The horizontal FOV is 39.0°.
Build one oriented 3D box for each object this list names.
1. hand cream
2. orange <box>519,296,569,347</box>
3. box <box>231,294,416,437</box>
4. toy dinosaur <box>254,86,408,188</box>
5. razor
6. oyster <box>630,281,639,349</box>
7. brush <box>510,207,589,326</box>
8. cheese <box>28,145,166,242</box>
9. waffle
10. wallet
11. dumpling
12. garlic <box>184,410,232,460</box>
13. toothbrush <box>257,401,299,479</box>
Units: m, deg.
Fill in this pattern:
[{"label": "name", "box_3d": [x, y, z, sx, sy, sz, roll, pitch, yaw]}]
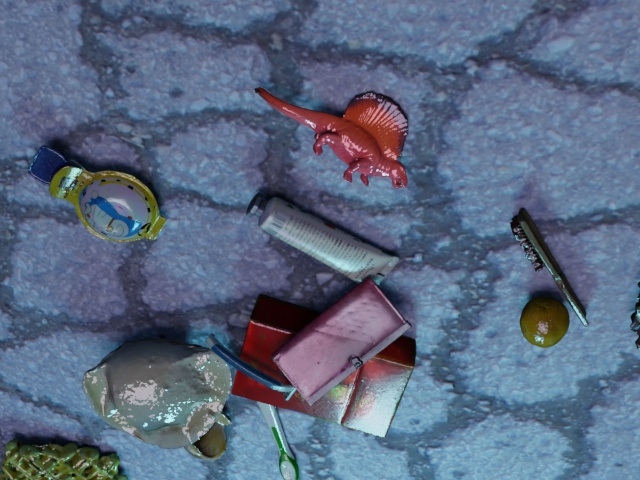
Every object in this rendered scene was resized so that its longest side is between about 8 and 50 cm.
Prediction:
[{"label": "hand cream", "box_3d": [0.000, 0.000, 1.566, 0.276, 0.059, 0.095, 29, 125, -16]}, {"label": "orange", "box_3d": [0.389, 0.143, 1.570, 0.085, 0.085, 0.095, 0, 137, 10]}, {"label": "box", "box_3d": [0.004, 0.240, 1.705, 0.313, 0.089, 0.197, 15, 124, -1]}, {"label": "toy dinosaur", "box_3d": [0.045, -0.190, 1.429, 0.286, 0.070, 0.139, 40, 111, -13]}, {"label": "razor", "box_3d": [-0.127, 0.231, 1.648, 0.191, 0.037, 0.068, 30, 125, -8]}, {"label": "oyster", "box_3d": [0.627, 0.095, 1.496, 0.198, 0.092, 0.260, 6, 134, 7]}, {"label": "brush", "box_3d": [0.389, 0.052, 1.535, 0.036, 0.043, 0.248, -22, 118, 31]}, {"label": "cheese", "box_3d": [-0.390, -0.075, 1.576, 0.250, 0.064, 0.156, 31, 122, -14]}, {"label": "waffle", "box_3d": [-0.579, 0.571, 2.044, 0.317, 0.073, 0.297, 10, 124, 4]}, {"label": "wallet", "box_3d": [0.035, 0.178, 1.602, 0.232, 0.025, 0.119, -39, 94, 6]}, {"label": "dumpling", "box_3d": [-0.311, 0.301, 1.732, 0.243, 0.175, 0.227, -1, 105, 41]}, {"label": "garlic", "box_3d": [-0.257, 0.390, 1.853, 0.124, 0.099, 0.174, -12, 123, 35]}, {"label": "toothbrush", "box_3d": [-0.070, 0.475, 1.905, 0.042, 0.040, 0.418, -7, 122, 17]}]
